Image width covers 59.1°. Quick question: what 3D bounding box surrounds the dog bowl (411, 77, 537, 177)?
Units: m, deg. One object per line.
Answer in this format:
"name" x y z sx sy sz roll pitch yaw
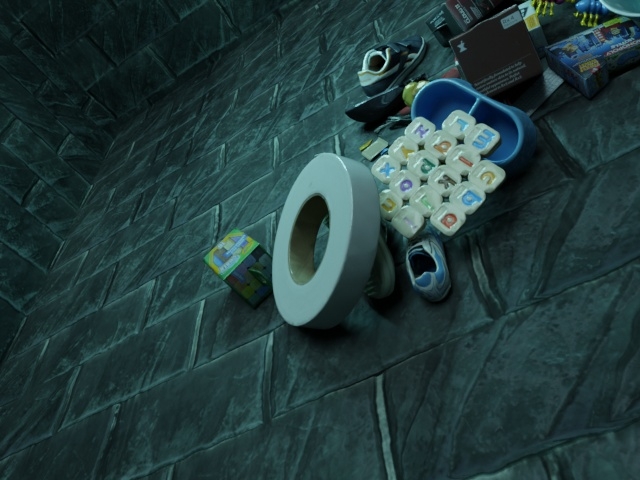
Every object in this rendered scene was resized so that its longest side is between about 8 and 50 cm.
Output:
"dog bowl" 0.331 -0.255 1.258 0.297 0.074 0.165 37 108 23

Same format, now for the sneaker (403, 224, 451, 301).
"sneaker" 0.213 0.026 1.179 0.085 0.086 0.237 -30 33 17

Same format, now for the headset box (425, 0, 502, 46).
"headset box" 0.469 -0.733 1.745 0.293 0.110 0.218 -39 8 1

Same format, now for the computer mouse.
"computer mouse" 0.206 -0.420 1.718 0.272 0.072 0.188 -20 12 21

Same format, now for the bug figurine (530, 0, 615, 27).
"bug figurine" 0.651 -0.659 1.508 0.217 0.072 0.278 4 42 -3

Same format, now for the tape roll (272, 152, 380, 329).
"tape roll" 0.000 0.000 1.250 0.392 0.072 0.391 -39 45 53

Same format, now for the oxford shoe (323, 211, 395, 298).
"oxford shoe" 0.101 -0.034 1.320 0.130 0.169 0.449 1 31 -17

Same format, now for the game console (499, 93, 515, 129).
"game console" 0.406 -0.260 1.335 0.085 0.124 0.144 -5 40 4

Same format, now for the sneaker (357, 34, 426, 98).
"sneaker" 0.240 -0.605 1.873 0.126 0.127 0.321 3 51 48

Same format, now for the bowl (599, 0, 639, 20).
"bowl" 0.785 -0.597 1.236 0.312 0.163 0.311 -20 61 41

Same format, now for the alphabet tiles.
"alphabet tiles" 0.242 -0.141 1.197 0.284 0.021 0.278 -48 49 5

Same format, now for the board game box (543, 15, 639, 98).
"board game box" 0.642 -0.418 1.304 0.194 0.060 0.194 -18 42 21

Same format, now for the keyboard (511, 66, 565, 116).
"keyboard" 0.552 -0.379 1.394 0.256 0.014 0.072 -45 33 -8

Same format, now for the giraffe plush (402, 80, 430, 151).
"giraffe plush" 0.280 -0.281 1.426 0.170 0.210 0.181 -64 -10 5

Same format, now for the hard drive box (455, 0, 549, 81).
"hard drive box" 0.500 -0.545 1.575 0.232 0.089 0.181 -21 36 26

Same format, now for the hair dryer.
"hair dryer" 0.288 -0.393 1.611 0.294 0.080 0.223 -37 32 3

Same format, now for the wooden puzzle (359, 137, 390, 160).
"wooden puzzle" 0.159 -0.266 1.648 0.079 0.014 0.116 -40 32 8

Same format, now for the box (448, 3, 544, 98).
"box" 0.434 -0.449 1.383 0.169 0.166 0.203 -23 7 24

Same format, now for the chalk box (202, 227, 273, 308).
"chalk box" -0.189 0.077 1.471 0.132 0.132 0.213 -45 32 -9
